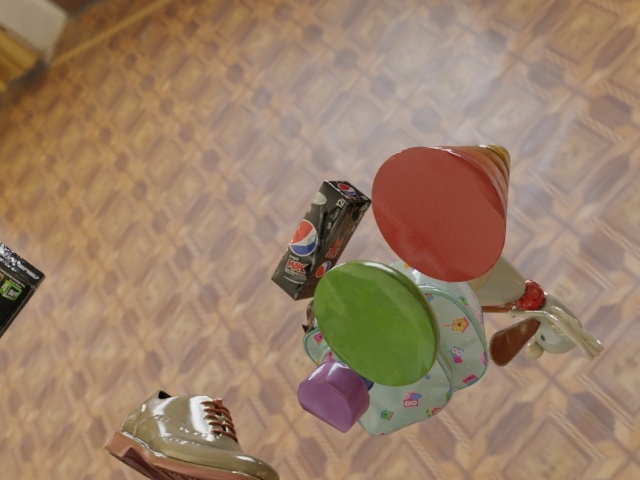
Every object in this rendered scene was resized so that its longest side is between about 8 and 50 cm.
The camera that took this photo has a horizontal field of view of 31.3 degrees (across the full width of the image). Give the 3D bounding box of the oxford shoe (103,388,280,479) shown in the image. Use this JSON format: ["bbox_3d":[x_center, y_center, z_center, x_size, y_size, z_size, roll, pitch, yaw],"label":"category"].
[{"bbox_3d":[-0.157,0.255,1.468,0.348,0.123,0.130,5,59,50],"label":"oxford shoe"}]

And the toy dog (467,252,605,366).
[{"bbox_3d":[0.218,0.090,1.603,0.161,0.334,0.220,-48,8,10],"label":"toy dog"}]

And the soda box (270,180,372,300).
[{"bbox_3d":[0.000,0.000,1.572,0.053,0.060,0.169,40,114,26],"label":"soda box"}]

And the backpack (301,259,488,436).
[{"bbox_3d":[0.091,0.114,1.272,0.188,0.166,0.144,-29,23,11],"label":"backpack"}]

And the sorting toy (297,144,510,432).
[{"bbox_3d":[0.086,0.034,1.043,0.126,0.127,0.365,-41,-17,-44],"label":"sorting toy"}]

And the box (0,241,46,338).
[{"bbox_3d":[-0.428,0.054,1.252,0.184,0.191,0.045,-49,9,19],"label":"box"}]
